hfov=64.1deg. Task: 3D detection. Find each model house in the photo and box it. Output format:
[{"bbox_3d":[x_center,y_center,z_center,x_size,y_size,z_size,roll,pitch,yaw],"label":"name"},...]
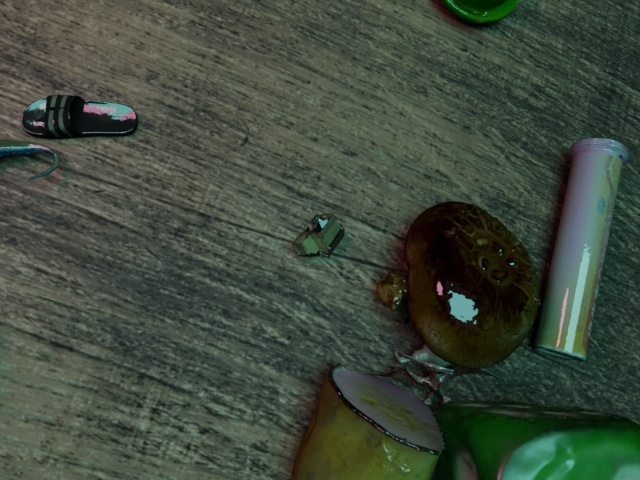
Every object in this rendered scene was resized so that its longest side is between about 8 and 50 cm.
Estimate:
[{"bbox_3d":[0.000,0.000,0.906,0.058,0.057,0.083,54,51,-28],"label":"model house"}]

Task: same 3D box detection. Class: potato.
[{"bbox_3d":[0.061,0.370,0.797,0.229,0.229,0.266,24,93,-9],"label":"potato"}]

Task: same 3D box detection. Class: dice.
[{"bbox_3d":[0.330,0.410,0.797,0.297,0.287,0.300,3,81,-13],"label":"dice"}]

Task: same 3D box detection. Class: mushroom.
[{"bbox_3d":[0.245,0.068,0.879,0.278,0.163,0.297,1,61,-12],"label":"mushroom"}]

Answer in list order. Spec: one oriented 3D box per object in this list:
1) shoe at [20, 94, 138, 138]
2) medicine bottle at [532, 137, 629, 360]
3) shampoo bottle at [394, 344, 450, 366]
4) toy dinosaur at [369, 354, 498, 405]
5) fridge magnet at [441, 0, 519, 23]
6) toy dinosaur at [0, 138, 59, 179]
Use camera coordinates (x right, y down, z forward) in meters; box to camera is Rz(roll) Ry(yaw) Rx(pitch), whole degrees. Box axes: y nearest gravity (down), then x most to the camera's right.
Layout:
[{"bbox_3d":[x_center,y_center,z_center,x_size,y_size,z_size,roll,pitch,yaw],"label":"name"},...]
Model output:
[{"bbox_3d":[-0.395,-0.207,0.838,0.179,0.049,0.071,-1,81,-14],"label":"shoe"},{"bbox_3d":[0.507,0.017,1.001,0.108,0.108,0.426,18,79,-10],"label":"medicine bottle"},{"bbox_3d":[0.232,0.199,0.926,0.195,0.056,0.056,-10,84,-15],"label":"shampoo bottle"},{"bbox_3d":[0.197,0.243,0.896,0.220,0.032,0.108,-4,125,7],"label":"toy dinosaur"},{"bbox_3d":[0.324,-0.547,1.046,0.208,0.088,0.208,2,81,-13],"label":"fridge magnet"},{"bbox_3d":[-0.598,-0.142,0.768,0.363,0.076,0.147,-12,104,-14],"label":"toy dinosaur"}]
